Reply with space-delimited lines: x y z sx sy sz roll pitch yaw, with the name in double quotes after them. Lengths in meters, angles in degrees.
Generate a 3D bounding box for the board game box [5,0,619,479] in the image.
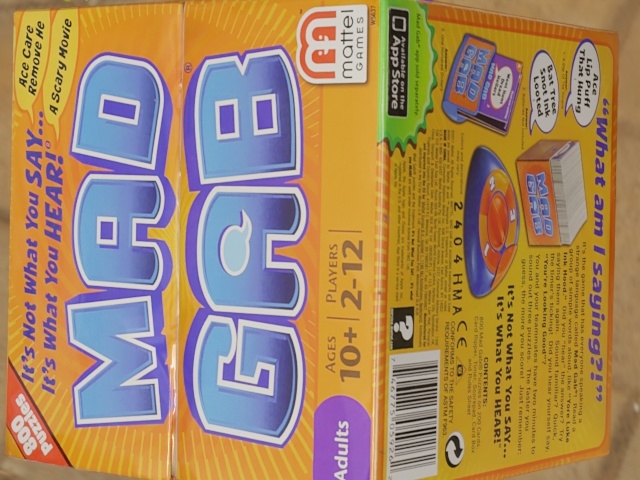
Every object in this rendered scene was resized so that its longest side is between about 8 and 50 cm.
0.000 0.000 1.470 0.356 0.356 0.357 2 92 36 "board game box"

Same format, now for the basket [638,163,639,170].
0.481 -0.029 1.801 0.255 0.201 0.289 -42 104 10 "basket"
